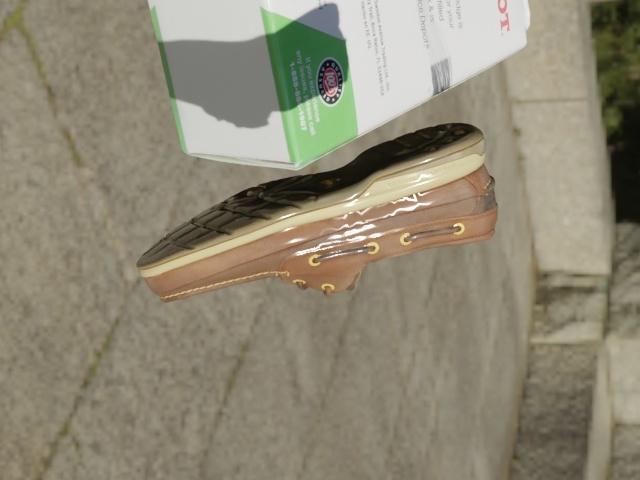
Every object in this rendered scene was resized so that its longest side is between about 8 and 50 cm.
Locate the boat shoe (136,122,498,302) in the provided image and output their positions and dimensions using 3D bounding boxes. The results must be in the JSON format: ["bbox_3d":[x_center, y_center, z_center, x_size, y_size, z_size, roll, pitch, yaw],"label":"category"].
[{"bbox_3d":[0.000,0.000,0.631,0.064,0.178,0.060,-93,164,-72],"label":"boat shoe"}]

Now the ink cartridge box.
[{"bbox_3d":[0.017,-0.201,0.964,0.289,0.122,0.211,-30,118,-42],"label":"ink cartridge box"}]
